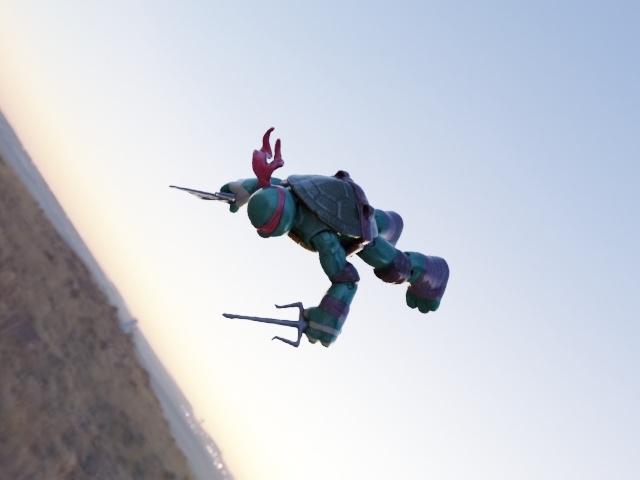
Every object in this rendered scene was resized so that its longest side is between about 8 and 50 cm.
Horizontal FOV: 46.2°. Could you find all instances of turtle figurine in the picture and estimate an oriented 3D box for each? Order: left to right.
[{"bbox_3d":[0.000,0.000,0.623,0.118,0.234,0.175,-43,-127,32],"label":"turtle figurine"}]
